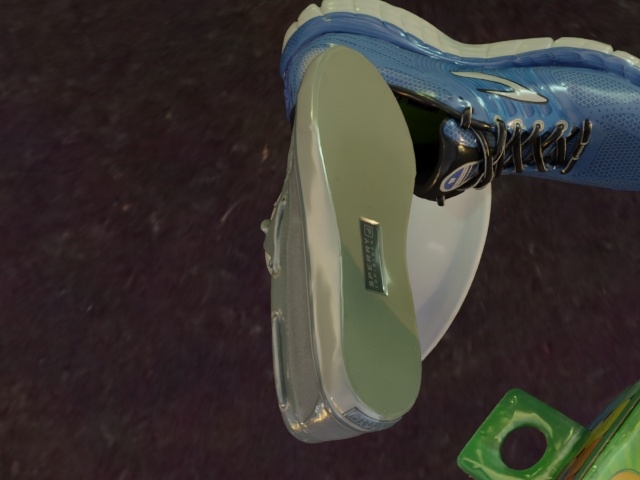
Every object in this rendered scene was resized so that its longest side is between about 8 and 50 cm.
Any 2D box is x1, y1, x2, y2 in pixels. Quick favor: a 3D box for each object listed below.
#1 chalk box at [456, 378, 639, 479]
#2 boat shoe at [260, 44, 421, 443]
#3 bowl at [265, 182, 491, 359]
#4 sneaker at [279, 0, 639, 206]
[{"bbox_3d":[0.236,0.218,1.095,0.289,0.180,0.179,40,145,6],"label":"chalk box"},{"bbox_3d":[0.001,0.001,0.824,0.079,0.227,0.081,22,144,-38],"label":"boat shoe"},{"bbox_3d":[0.035,-0.005,1.568,0.134,0.298,0.298,23,103,-24],"label":"bowl"},{"bbox_3d":[0.126,-0.078,1.156,0.330,0.147,0.129,10,134,-1],"label":"sneaker"}]
